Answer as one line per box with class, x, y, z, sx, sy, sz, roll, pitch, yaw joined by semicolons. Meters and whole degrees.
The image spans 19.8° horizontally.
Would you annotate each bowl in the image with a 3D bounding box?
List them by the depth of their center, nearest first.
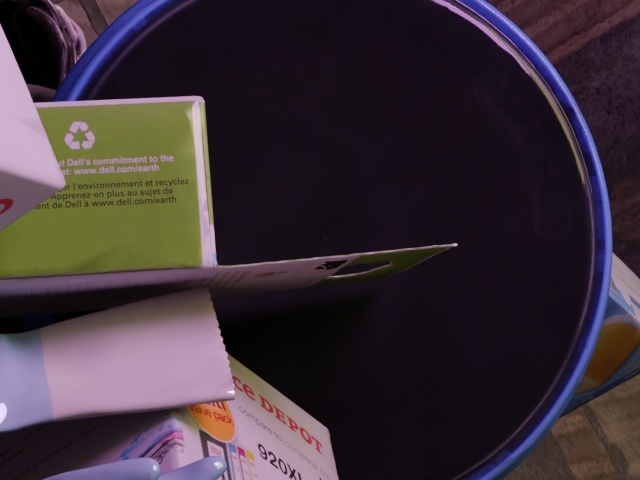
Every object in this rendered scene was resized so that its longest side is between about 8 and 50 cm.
bowl;0.000;0.000;1.166;0.391;0.391;0.077;58;-8;0

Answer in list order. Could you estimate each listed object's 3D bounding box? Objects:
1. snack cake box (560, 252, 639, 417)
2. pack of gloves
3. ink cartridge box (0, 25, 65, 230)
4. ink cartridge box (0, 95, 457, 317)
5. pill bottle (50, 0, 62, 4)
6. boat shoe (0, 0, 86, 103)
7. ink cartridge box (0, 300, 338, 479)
snack cake box;0.151;0.101;1.585;0.152;0.264;0.089;36;29;-49
pack of gloves;-0.151;0.098;0.880;0.046;0.232;0.195;87;-10;-45
ink cartridge box;-0.292;-0.078;0.823;0.270;0.198;0.197;17;44;-63
ink cartridge box;-0.072;-0.019;1.027;0.189;0.255;0.097;142;-57;-78
pill bottle;-0.254;-0.289;1.388;0.221;0.121;0.121;61;18;8
boat shoe;-0.216;-0.125;1.264;0.112;0.095;0.335;59;18;3
ink cartridge box;-0.087;0.190;0.975;0.171;0.168;0.233;42;23;-39
